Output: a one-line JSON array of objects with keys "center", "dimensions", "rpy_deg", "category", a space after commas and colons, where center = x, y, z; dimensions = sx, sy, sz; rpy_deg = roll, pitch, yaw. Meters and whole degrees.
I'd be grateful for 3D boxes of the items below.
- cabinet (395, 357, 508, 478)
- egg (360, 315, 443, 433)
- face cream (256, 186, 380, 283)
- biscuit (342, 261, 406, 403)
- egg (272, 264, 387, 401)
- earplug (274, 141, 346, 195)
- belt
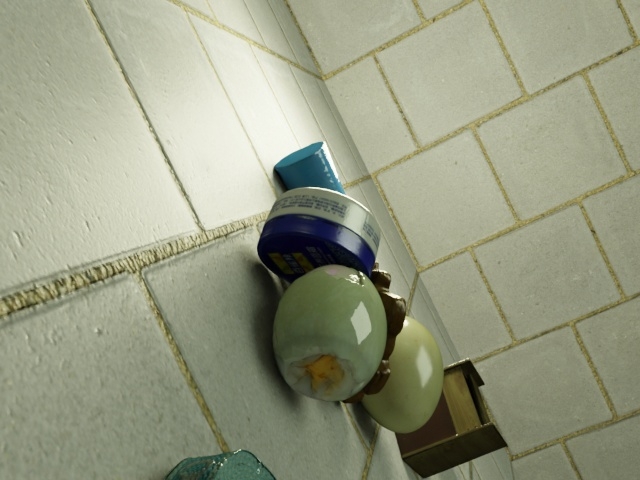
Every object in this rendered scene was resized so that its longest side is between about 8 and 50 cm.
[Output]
[{"center": [0.290, 0.411, 1.583], "dimensions": [0.148, 0.215, 0.175], "rpy_deg": [51, 18, -45], "category": "cabinet"}, {"center": [0.155, 0.268, 1.396], "dimensions": [0.188, 0.188, 0.253], "rpy_deg": [53, 26, -40], "category": "egg"}, {"center": [0.000, 0.000, 1.210], "dimensions": [0.206, 0.206, 0.111], "rpy_deg": [52, 45, -43], "category": "face cream"}, {"center": [0.073, 0.148, 1.265], "dimensions": [0.301, 0.043, 0.278], "rpy_deg": [-101, -155, -52], "category": "biscuit"}, {"center": [0.017, 0.134, 1.095], "dimensions": [0.183, 0.183, 0.217], "rpy_deg": [57, 31, -29], "category": "egg"}, {"center": [0.008, -0.086, 1.651], "dimensions": [0.132, 0.132, 0.273], "rpy_deg": [-80, 146, -69], "category": "earplug"}, {"center": [-0.088, 0.280, 0.651], "dimensions": [0.163, 0.082, 0.147], "rpy_deg": [69, 23, -8], "category": "belt"}]
